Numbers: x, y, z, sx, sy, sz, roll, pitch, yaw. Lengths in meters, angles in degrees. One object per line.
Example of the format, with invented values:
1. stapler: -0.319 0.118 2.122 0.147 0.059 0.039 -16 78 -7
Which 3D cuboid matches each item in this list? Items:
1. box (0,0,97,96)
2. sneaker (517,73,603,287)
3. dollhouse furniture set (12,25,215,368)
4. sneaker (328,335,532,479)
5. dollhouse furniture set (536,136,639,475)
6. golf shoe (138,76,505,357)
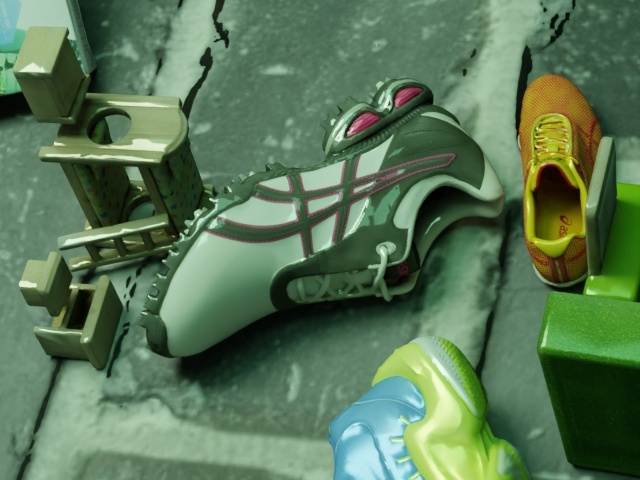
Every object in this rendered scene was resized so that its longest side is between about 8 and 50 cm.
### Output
1. box: -0.358 -0.205 1.410 0.322 0.232 0.058 -13 10 6
2. sneaker: 0.169 -0.052 1.264 0.064 0.067 0.175 -8 53 9
3. dollhouse furniture set: -0.148 -0.026 1.246 0.101 0.182 0.161 4 56 15
4. sneaker: 0.080 0.181 1.125 0.126 0.091 0.240 -34 54 11
5. dollhouse furniture set: 0.305 0.042 1.113 0.301 0.151 0.197 7 58 17
6. golf shoe: 0.000 0.000 1.247 0.273 0.105 0.120 -39 63 -14
